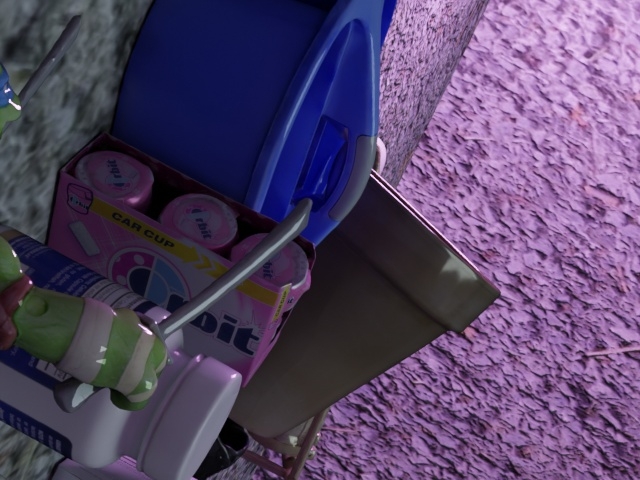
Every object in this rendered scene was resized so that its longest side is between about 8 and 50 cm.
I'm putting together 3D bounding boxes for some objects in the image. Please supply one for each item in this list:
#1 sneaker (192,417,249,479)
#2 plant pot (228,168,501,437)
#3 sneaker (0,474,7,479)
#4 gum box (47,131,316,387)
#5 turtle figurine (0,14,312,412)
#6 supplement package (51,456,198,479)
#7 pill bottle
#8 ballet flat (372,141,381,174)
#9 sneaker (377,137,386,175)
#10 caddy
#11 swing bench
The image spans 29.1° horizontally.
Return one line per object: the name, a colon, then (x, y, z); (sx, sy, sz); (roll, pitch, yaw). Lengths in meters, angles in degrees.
sneaker: (-0.154, 0.264, 1.490); (0.107, 0.124, 0.283); (-55, 159, -58)
plant pot: (-0.021, 0.043, 1.303); (0.280, 0.323, 0.323); (-46, 174, 6)
sneaker: (-0.240, 0.174, 0.799); (0.110, 0.118, 0.292); (-58, 170, -21)
gum box: (-0.102, 0.017, 0.898); (0.062, 0.188, 0.107); (-54, 170, -48)
turtle figurine: (-0.157, 0.042, 0.589); (0.266, 0.197, 0.274); (-61, 170, 14)
supplement package: (-0.181, 0.365, 1.312); (0.204, 0.261, 0.145); (-64, 172, 10)
pill bottle: (-0.151, 0.079, 0.785); (0.112, 0.186, 0.112); (-61, 173, -13)
ballet flat: (0.000, 0.000, 1.801); (0.349, 0.123, 0.123); (-60, 173, 10)
sneaker: (0.013, -0.025, 1.948); (0.169, 0.108, 0.293); (-35, 142, -72)
caddy: (-0.041, -0.089, 0.996); (0.241, 0.179, 0.341); (-53, 168, -48)
swing bench: (-0.032, 0.152, 1.633); (0.253, 0.165, 0.254); (-67, 173, 15)
